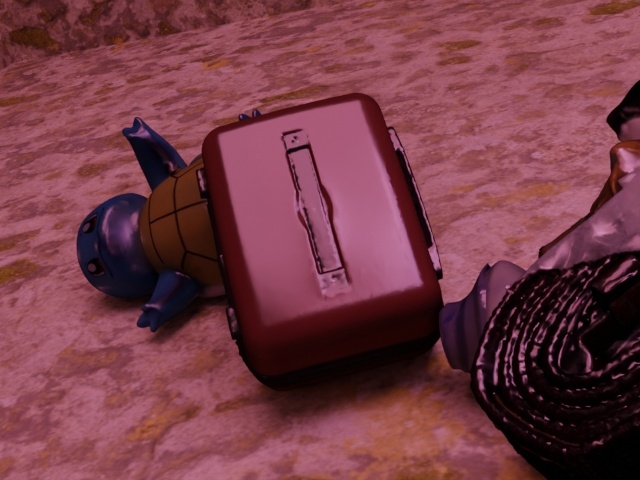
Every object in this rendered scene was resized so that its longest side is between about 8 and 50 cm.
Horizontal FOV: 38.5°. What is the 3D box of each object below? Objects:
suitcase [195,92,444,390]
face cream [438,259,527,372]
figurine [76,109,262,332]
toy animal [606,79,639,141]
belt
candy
[{"bbox_3d":[0.000,0.000,1.017,0.236,0.161,0.297,-15,64,-3],"label":"suitcase"},{"bbox_3d":[0.324,0.076,0.867,0.420,0.137,0.235,-5,-1,15],"label":"face cream"},{"bbox_3d":[-0.143,-0.038,1.249,0.416,0.298,0.243,-11,-8,1],"label":"figurine"},{"bbox_3d":[0.471,-0.081,0.972,0.251,0.251,0.310,-20,24,-12],"label":"toy animal"},{"bbox_3d":[0.259,0.066,0.670,0.289,0.164,0.184,-45,35,2],"label":"belt"},{"bbox_3d":[0.315,-0.014,0.931,0.143,0.271,0.101,13,69,5],"label":"candy"}]
